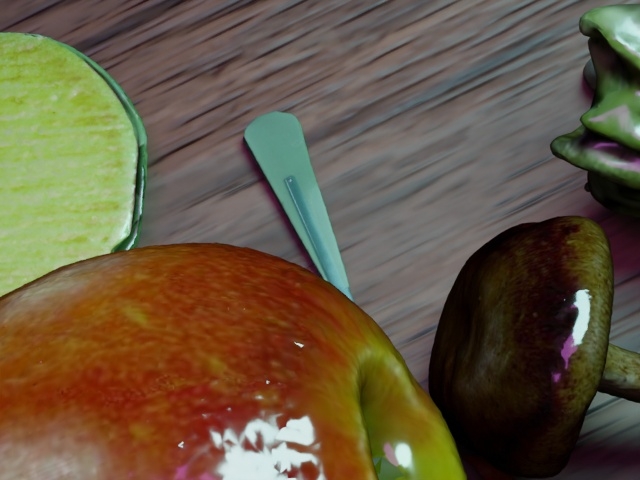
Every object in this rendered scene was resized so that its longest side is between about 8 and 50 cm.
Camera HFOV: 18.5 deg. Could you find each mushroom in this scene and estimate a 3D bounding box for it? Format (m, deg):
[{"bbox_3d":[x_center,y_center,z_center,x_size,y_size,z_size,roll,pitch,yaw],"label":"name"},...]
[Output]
[{"bbox_3d":[0.178,0.070,1.063,0.218,0.227,0.148,14,96,-5],"label":"mushroom"}]

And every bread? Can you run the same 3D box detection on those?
[{"bbox_3d":[-0.215,-0.029,1.262,0.229,0.033,0.228,-4,69,11],"label":"bread"}]

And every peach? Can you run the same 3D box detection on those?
[{"bbox_3d":[-0.102,0.169,1.005,0.373,0.290,0.372,-7,74,27],"label":"peach"}]

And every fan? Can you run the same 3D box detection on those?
[{"bbox_3d":[0.000,0.000,1.212,0.038,0.016,0.193,-24,64,-1],"label":"fan"}]

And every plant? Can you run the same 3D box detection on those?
[{"bbox_3d":[0.300,-0.057,1.077,0.333,0.251,0.180,33,46,11],"label":"plant"}]

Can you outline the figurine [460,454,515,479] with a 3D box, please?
[{"bbox_3d":[0.061,0.151,1.108,0.083,0.067,0.071,1,46,30],"label":"figurine"}]
